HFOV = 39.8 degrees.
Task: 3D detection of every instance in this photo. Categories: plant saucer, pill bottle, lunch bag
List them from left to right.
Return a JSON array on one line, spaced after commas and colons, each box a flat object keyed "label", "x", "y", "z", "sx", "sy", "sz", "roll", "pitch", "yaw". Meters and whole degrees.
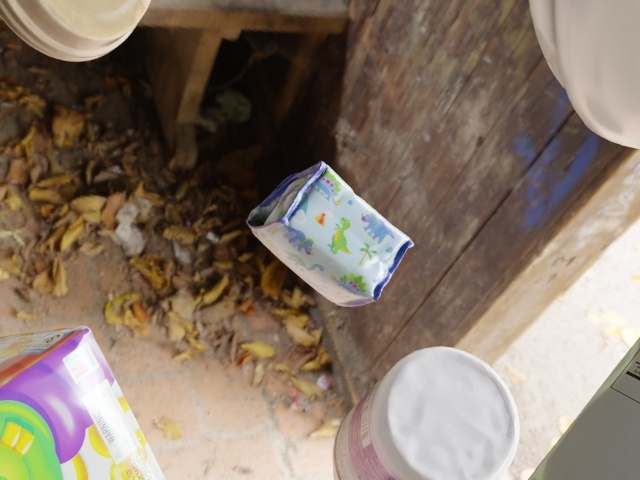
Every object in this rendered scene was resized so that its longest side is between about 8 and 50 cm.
[{"label": "plant saucer", "x": -0.241, "y": -0.320, "z": 0.883, "sx": 0.041, "sy": 0.278, "sz": 0.278, "roll": 5, "pitch": 44, "yaw": 25}, {"label": "lunch bag", "x": 0.000, "y": 0.000, "z": 0.896, "sx": 0.129, "sy": 0.151, "sz": 0.096, "roll": 41, "pitch": 66, "yaw": -12}, {"label": "pill bottle", "x": 0.109, "y": 0.254, "z": 1.081, "sx": 0.169, "sy": 0.301, "sz": 0.169, "roll": 5, "pitch": 64, "yaw": -11}]

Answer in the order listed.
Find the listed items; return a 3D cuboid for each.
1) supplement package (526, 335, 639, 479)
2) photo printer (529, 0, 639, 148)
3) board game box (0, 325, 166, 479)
[{"label": "supplement package", "x": 0.184, "y": 0.136, "z": 0.379, "sx": 0.149, "sy": 0.194, "sz": 0.203, "roll": 32, "pitch": 63, "yaw": 31}, {"label": "photo printer", "x": 0.223, "y": -0.157, "z": 0.314, "sx": 0.307, "sy": 0.256, "sz": 0.107, "roll": -21, "pitch": 64, "yaw": 0}, {"label": "board game box", "x": -0.237, "y": 0.178, "z": 0.483, "sx": 0.275, "sy": 0.144, "sz": 0.142, "roll": -40, "pitch": 113, "yaw": -48}]
